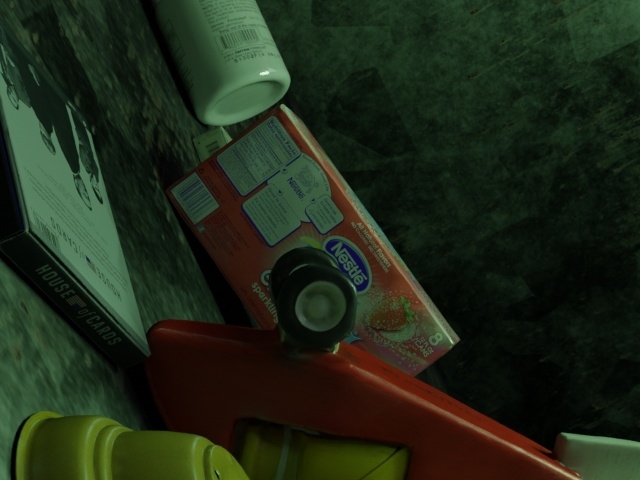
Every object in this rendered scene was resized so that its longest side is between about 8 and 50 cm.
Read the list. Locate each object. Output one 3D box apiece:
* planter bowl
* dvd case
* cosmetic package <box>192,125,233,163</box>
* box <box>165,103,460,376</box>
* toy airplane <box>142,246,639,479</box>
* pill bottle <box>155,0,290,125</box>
[{"bbox_3d":[-0.077,0.178,0.838,0.217,0.090,0.217,63,6,-12],"label":"planter bowl"},{"bbox_3d":[-0.193,-0.046,1.048,0.179,0.029,0.239,56,11,-52],"label":"dvd case"},{"bbox_3d":[-0.110,-0.087,1.813,0.060,0.041,0.115,67,7,23],"label":"cosmetic package"},{"bbox_3d":[-0.003,0.027,1.530,0.300,0.154,0.142,53,6,6],"label":"box"},{"bbox_3d":[0.072,0.207,1.121,0.384,0.272,0.386,32,3,38],"label":"toy airplane"},{"bbox_3d":[-0.139,-0.275,1.912,0.229,0.131,0.131,66,7,15],"label":"pill bottle"}]
